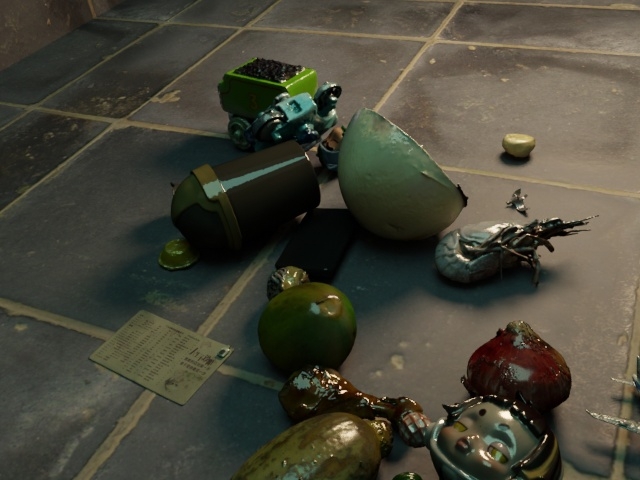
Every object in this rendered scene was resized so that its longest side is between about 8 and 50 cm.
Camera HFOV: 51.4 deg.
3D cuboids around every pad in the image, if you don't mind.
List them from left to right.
[{"bbox_3d":[-0.323,0.226,1.341,0.265,0.009,0.159,17,45,29],"label":"pad"}]

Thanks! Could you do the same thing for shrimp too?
[{"bbox_3d":[0.409,0.011,1.394,0.343,0.116,0.145,-13,38,5],"label":"shrimp"}]

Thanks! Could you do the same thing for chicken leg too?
[{"bbox_3d":[0.050,0.282,1.154,0.252,0.087,0.107,10,63,12],"label":"chicken leg"}]

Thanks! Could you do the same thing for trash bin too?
[{"bbox_3d":[-0.184,-0.094,1.555,0.334,0.214,0.214,-22,40,-18],"label":"trash bin"}]

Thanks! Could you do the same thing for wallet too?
[{"bbox_3d":[0.000,0.000,1.542,0.149,0.044,0.250,3,39,22],"label":"wallet"}]

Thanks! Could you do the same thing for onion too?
[{"bbox_3d":[0.330,0.210,1.124,0.184,0.146,0.184,-8,10,1],"label":"onion"}]

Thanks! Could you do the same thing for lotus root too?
[{"bbox_3d":[-0.015,0.357,1.014,0.309,0.173,0.173,-31,43,-31],"label":"lotus root"}]

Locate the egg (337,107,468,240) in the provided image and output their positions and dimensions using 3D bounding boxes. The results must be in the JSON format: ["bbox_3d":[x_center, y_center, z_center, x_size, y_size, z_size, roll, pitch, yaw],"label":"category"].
[{"bbox_3d":[0.146,-0.122,1.491,0.201,0.337,0.337,-48,47,-4],"label":"egg"}]

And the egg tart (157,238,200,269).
[{"bbox_3d":[-0.335,0.027,1.570,0.105,0.039,0.105,-4,36,3],"label":"egg tart"}]

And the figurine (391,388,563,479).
[{"bbox_3d":[0.205,0.361,0.959,0.370,0.167,0.281,-36,36,-20],"label":"figurine"}]

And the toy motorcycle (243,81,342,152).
[{"bbox_3d":[-0.060,-0.295,1.702,0.260,0.206,0.154,-29,67,-14],"label":"toy motorcycle"}]

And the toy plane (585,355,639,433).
[{"bbox_3d":[0.551,0.289,1.063,0.226,0.058,0.226,-6,41,-3],"label":"toy plane"}]

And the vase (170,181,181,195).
[{"bbox_3d":[-0.251,-0.115,1.691,0.238,0.115,0.115,-12,38,-11],"label":"vase"}]

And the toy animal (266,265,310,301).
[{"bbox_3d":[-0.076,0.102,1.371,0.098,0.098,0.137,13,6,25],"label":"toy animal"}]

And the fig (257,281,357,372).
[{"bbox_3d":[-0.018,0.160,1.245,0.181,0.191,0.181,14,53,-20],"label":"fig"}]

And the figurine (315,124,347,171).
[{"bbox_3d":[0.079,-0.258,1.780,0.178,0.144,0.114,-8,46,-18],"label":"figurine"}]

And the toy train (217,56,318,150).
[{"bbox_3d":[-0.146,-0.377,1.880,0.307,0.248,0.173,20,44,31],"label":"toy train"}]

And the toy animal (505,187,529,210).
[{"bbox_3d":[0.467,-0.097,1.588,0.050,0.028,0.084,2,38,-1],"label":"toy animal"}]

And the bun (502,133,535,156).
[{"bbox_3d":[0.520,-0.247,1.750,0.086,0.054,0.086,1,26,0],"label":"bun"}]
